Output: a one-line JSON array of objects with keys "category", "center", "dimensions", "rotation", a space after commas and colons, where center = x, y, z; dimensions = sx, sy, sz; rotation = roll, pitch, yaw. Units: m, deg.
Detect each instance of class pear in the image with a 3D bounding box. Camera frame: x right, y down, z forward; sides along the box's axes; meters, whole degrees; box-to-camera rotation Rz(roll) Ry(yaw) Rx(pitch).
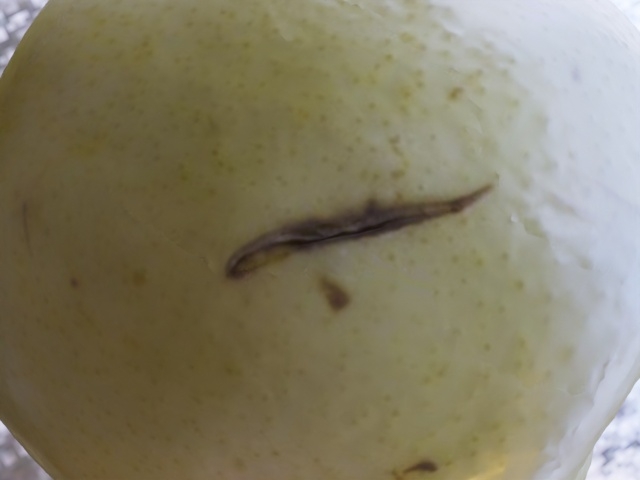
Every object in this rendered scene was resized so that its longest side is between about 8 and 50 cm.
[{"category": "pear", "center": [0.000, 0.000, 0.760], "dimensions": [0.309, 0.309, 0.309], "rotation": [38, -35, 33]}]
